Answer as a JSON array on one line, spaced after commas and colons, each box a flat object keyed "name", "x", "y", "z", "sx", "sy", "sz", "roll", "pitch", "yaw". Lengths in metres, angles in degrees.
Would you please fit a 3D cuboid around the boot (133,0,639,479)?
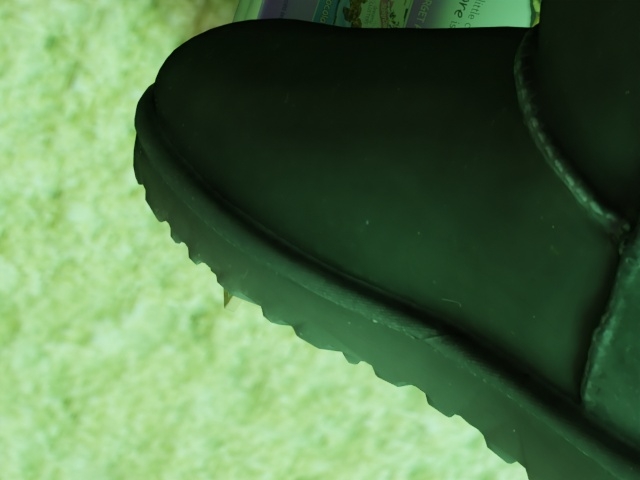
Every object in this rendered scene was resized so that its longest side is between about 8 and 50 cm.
[{"name": "boot", "x": 0.107, "y": -0.153, "z": 0.617, "sx": 0.146, "sy": 0.367, "sz": 0.445, "roll": -19, "pitch": 130, "yaw": -43}]

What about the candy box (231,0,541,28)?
[{"name": "candy box", "x": 0.070, "y": -0.107, "z": 0.846, "sx": 0.196, "sy": 0.070, "sz": 0.164, "roll": 12, "pitch": 124, "yaw": -12}]

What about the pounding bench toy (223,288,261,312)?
[{"name": "pounding bench toy", "x": 0.000, "y": 0.000, "z": 0.929, "sx": 0.065, "sy": 0.052, "sz": 0.083, "roll": 22, "pitch": 121, "yaw": -19}]
